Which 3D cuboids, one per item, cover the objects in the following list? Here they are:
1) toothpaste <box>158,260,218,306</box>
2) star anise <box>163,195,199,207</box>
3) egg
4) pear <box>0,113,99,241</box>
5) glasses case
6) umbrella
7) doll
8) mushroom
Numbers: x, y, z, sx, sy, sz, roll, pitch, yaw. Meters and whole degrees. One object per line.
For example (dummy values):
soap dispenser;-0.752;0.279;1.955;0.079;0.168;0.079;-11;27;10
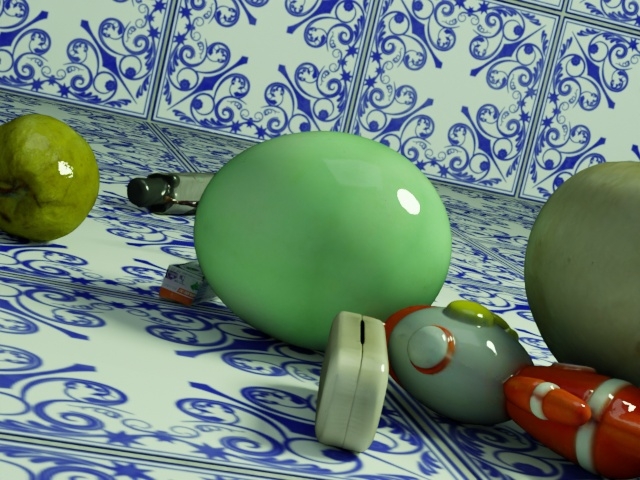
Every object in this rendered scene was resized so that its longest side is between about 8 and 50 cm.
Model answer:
toothpaste;-0.115;0.043;1.541;0.047;0.040;0.196;20;10;17
star anise;-0.113;0.000;1.695;0.190;0.070;0.097;23;15;-19
egg;0.000;0.000;1.384;0.269;0.220;0.220;4;3;30
pear;-0.332;-0.072;1.603;0.148;0.149;0.162;13;13;-2
glasses case;0.026;0.114;1.143;0.050;0.083;0.196;15;10;-1
umbrella;-0.177;-0.073;2.108;0.073;0.067;0.337;-5;-2;31
doll;0.180;0.126;1.210;0.336;0.105;0.200;19;-3;30
mushroom;0.376;0.043;1.302;0.362;0.295;0.362;31;-9;6
